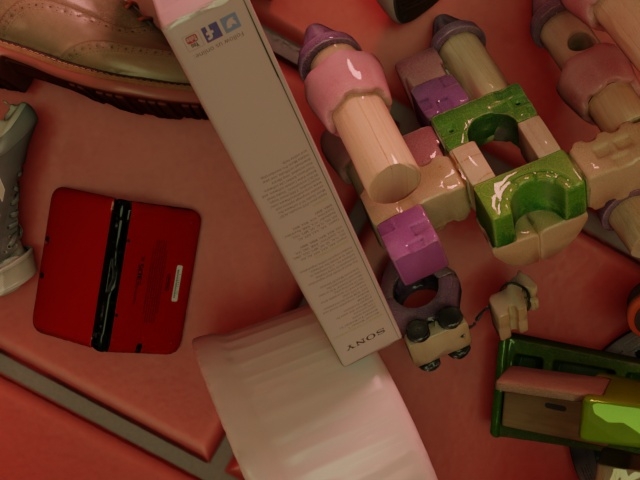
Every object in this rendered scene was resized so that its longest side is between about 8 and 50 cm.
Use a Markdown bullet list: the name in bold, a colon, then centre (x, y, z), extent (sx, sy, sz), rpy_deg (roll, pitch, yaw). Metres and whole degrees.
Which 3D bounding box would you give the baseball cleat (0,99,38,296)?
- **baseball cleat**: centre (-0.298, -0.025, 0.938), extent (0.109, 0.072, 0.205), rpy_deg (31, 98, -18)

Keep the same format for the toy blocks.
- **toy blocks**: centre (0.138, -0.104, 0.890), extent (0.289, 0.309, 0.260), rpy_deg (-23, 52, -1)

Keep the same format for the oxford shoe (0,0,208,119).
- **oxford shoe**: centre (-0.196, -0.188, 0.894), extent (0.349, 0.123, 0.130), rpy_deg (11, 88, -5)

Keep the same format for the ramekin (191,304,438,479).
- **ramekin**: centre (0.005, 0.186, 0.860), extent (0.135, 0.277, 0.277), rpy_deg (-23, 95, -7)

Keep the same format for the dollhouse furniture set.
- **dollhouse furniture set**: centre (0.207, 0.256, 0.887), extent (0.151, 0.197, 0.301), rpy_deg (7, 99, 21)

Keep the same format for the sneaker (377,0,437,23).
- **sneaker**: centre (0.067, -0.305, 0.837), extent (0.106, 0.290, 0.123), rpy_deg (-35, 68, -13)

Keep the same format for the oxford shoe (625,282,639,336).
- **oxford shoe**: centre (0.405, 0.023, 0.946), extent (0.272, 0.098, 0.096), rpy_deg (-14, 133, -7)

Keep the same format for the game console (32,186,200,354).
- **game console**: centre (-0.196, 0.029, 0.964), extent (0.124, 0.085, 0.143), rpy_deg (7, 96, -34)

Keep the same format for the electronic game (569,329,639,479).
- **electronic game**: centre (0.358, 0.187, 0.975), extent (0.229, 0.048, 0.229), rpy_deg (0, 94, 7)

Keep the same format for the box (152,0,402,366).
- **box**: centre (-0.044, -0.088, 0.739), extent (0.059, 0.232, 0.322), rpy_deg (-25, 132, -1)
